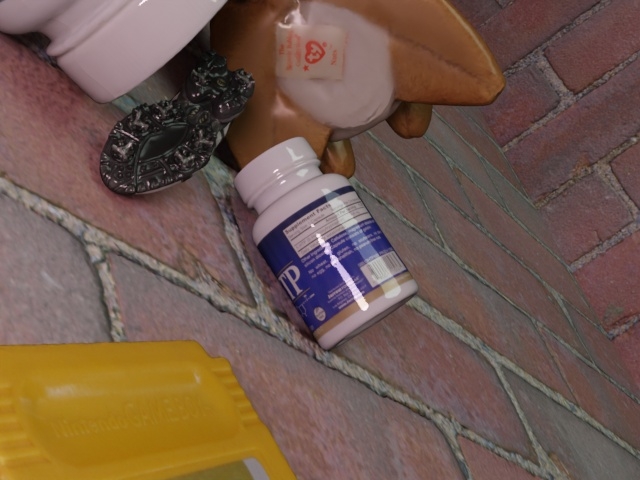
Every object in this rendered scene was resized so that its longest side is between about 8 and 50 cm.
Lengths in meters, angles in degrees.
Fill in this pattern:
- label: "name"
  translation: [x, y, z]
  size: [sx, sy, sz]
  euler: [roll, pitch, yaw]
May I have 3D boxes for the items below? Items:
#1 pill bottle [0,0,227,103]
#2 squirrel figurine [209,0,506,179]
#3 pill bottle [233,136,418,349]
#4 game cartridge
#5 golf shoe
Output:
- label: "pill bottle"
  translation: [-0.236, -0.291, 0.852]
  size: [0.361, 0.204, 0.204]
  euler: [47, 19, -22]
- label: "squirrel figurine"
  translation: [-0.019, -0.265, 1.275]
  size: [0.397, 0.281, 0.370]
  euler: [53, 11, -12]
- label: "pill bottle"
  translation: [0.000, 0.000, 1.074]
  size: [0.187, 0.112, 0.112]
  euler: [57, 18, 9]
- label: "game cartridge"
  translation: [-0.064, 0.201, 0.640]
  size: [0.324, 0.052, 0.285]
  euler: [60, 18, 15]
- label: "golf shoe"
  translation: [-0.127, -0.082, 0.969]
  size: [0.077, 0.094, 0.198]
  euler: [41, 44, 1]
